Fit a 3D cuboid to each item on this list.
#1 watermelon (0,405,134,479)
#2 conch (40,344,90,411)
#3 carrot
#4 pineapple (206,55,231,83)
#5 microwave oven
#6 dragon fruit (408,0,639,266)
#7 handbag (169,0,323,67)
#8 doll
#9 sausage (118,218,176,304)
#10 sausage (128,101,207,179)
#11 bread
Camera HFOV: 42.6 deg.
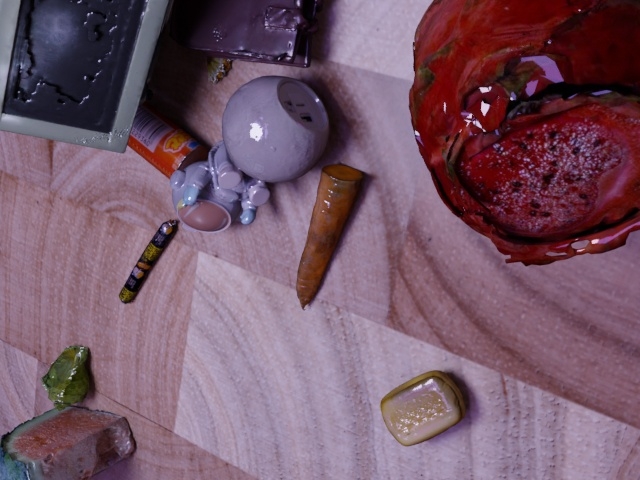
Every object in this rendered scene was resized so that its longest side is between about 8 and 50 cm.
[{"bbox_3d":[-0.438,0.358,1.384,0.226,0.318,0.148,-19,85,-8],"label":"watermelon"},{"bbox_3d":[-0.448,0.242,1.446,0.089,0.074,0.121,16,87,4],"label":"conch"},{"bbox_3d":[0.000,0.000,1.141,0.057,0.057,0.224,31,121,22],"label":"carrot"},{"bbox_3d":[-0.146,-0.267,1.179,0.045,0.019,0.083,6,101,33],"label":"pineapple"},{"bbox_3d":[-0.302,-0.339,1.076,0.286,0.218,0.355,-106,34,-47],"label":"microwave oven"},{"bbox_3d":[0.225,-0.141,0.821,0.296,0.295,0.302,-56,35,28],"label":"dragon fruit"},{"bbox_3d":[-0.087,-0.340,1.085,0.216,0.074,0.203,12,98,28],"label":"handbag"},{"bbox_3d":[-0.112,-0.106,1.134,0.287,0.151,0.151,-38,81,38],"label":"doll"},{"bbox_3d":[-0.282,0.036,1.328,0.028,0.025,0.198,47,121,16],"label":"sausage"},{"bbox_3d":[-0.291,-0.185,1.255,0.274,0.074,0.074,36,117,19],"label":"sausage"},{"bbox_3d":[0.139,0.221,1.097,0.115,0.056,0.082,-38,81,25],"label":"bread"}]
